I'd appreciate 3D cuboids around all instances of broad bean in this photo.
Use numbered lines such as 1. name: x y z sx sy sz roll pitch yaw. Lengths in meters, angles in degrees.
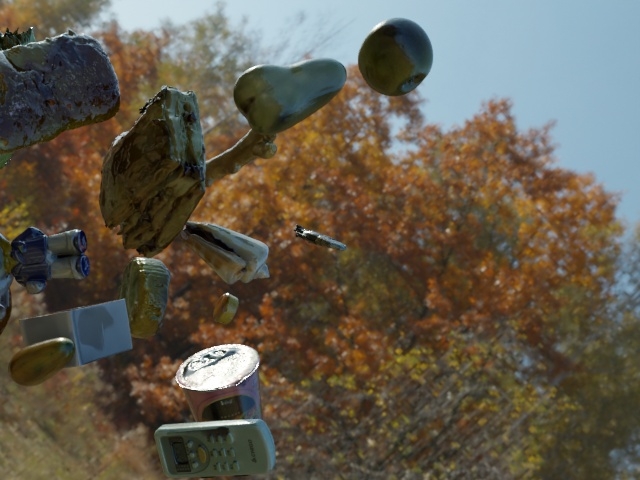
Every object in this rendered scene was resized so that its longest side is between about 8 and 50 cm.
1. broad bean: -0.054 -0.289 1.653 0.121 0.263 0.189 60 -37 15

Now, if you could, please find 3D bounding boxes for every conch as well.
1. conch: -0.249 0.041 2.122 0.255 0.158 0.127 25 -55 8

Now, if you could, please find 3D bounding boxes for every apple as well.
1. apple: 0.187 -0.448 2.021 0.156 0.197 0.196 58 -12 17

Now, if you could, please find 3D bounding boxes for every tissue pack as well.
1. tissue pack: -0.603 0.236 2.050 0.246 0.160 0.135 -8 87 -72

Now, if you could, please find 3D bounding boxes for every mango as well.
1. mango: -0.626 0.271 1.857 0.089 0.163 0.111 64 -6 -4

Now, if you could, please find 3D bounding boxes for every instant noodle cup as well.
1. instant noodle cup: -0.251 0.445 2.226 0.244 0.244 0.254 26 -48 58

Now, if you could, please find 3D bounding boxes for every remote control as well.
1. remote control: -0.251 0.503 1.973 0.056 0.297 0.140 -46 126 -67

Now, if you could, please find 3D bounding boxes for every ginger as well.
1. ginger: -0.229 -0.225 2.193 0.299 0.117 0.065 -23 -41 33

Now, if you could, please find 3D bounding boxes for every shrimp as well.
1. shrimp: 0.000 0.000 2.145 0.161 0.034 0.091 23 5 34

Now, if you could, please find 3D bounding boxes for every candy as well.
1. candy: -0.550 0.177 2.538 0.118 0.259 0.260 11 5 -28

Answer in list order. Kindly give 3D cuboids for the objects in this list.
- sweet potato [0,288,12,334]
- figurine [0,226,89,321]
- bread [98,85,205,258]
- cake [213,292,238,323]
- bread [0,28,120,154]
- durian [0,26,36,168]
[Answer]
1. sweet potato: -0.759 0.157 1.871 0.112 0.112 0.358 179 -84 -71
2. figurine: -0.543 0.026 1.431 0.193 0.274 0.133 62 4 -5
3. bread: -0.373 -0.146 1.783 0.324 0.167 0.277 -48 -135 44
4. cake: -0.256 0.183 2.206 0.044 0.084 0.084 26 -7 -19
5. bread: -0.515 -0.272 1.489 0.109 0.380 0.185 -9 -73 29
6. durian: -0.734 -0.284 1.762 0.163 0.394 0.198 27 21 14
